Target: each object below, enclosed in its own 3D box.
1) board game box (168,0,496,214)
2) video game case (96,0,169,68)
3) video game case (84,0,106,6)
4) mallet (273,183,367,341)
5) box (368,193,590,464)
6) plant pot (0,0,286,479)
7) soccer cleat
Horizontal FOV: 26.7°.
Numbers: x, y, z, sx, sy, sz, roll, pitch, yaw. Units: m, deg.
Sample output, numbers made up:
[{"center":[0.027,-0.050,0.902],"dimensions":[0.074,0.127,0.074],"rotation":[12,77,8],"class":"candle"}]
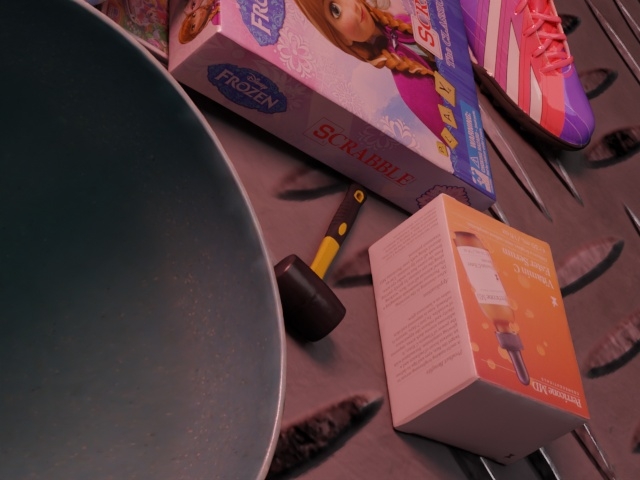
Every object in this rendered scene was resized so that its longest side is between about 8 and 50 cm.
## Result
[{"center":[0.009,-0.203,1.181],"dimensions":[0.318,0.066,0.319],"rotation":[27,42,-36],"class":"board game box"},{"center":[-0.121,-0.171,1.069],"dimensions":[0.122,0.011,0.087],"rotation":[30,41,-29],"class":"video game case"},{"center":[-0.113,-0.266,0.925],"dimensions":[0.285,0.204,0.025],"rotation":[-27,55,-31],"class":"video game case"},{"center":[0.000,0.000,1.041],"dimensions":[0.062,0.039,0.190],"rotation":[43,32,-18],"class":"mallet"},{"center":[0.123,0.072,1.063],"dimensions":[0.130,0.091,0.170],"rotation":[22,45,-35],"class":"box"},{"center":[-0.184,0.040,0.644],"dimensions":[0.290,0.195,0.290],"rotation":[32,46,-40],"class":"plant pot"},{"center":[0.196,-0.237,1.383],"dimensions":[0.318,0.116,0.108],"rotation":[55,35,3],"class":"soccer cleat"}]
